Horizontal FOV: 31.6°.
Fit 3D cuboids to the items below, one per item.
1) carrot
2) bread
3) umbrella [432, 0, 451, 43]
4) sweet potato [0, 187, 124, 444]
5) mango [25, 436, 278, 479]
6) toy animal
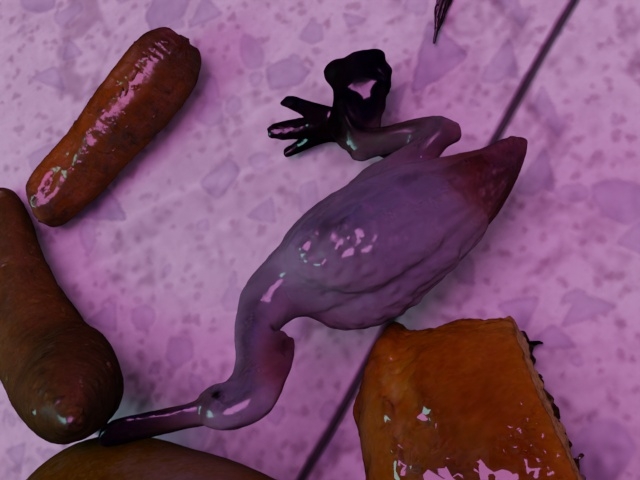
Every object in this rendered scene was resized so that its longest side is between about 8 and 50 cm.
[{"bbox_3d":[-0.161,-0.085,0.874,0.060,0.060,0.186,40,93,27],"label":"carrot"},{"bbox_3d":[0.092,0.147,0.656,0.129,0.134,0.260,-25,66,11],"label":"bread"},{"bbox_3d":[0.095,-0.202,0.837,0.022,0.013,0.122,17,78,3],"label":"umbrella"},{"bbox_3d":[-0.191,0.067,0.799,0.079,0.108,0.346,-11,30,-21],"label":"sweet potato"},{"bbox_3d":[-0.075,0.226,0.638,0.222,0.198,0.384,-27,34,-17],"label":"mango"},{"bbox_3d":[0.014,0.011,0.721,0.195,0.090,0.324,2,51,31],"label":"toy animal"}]
